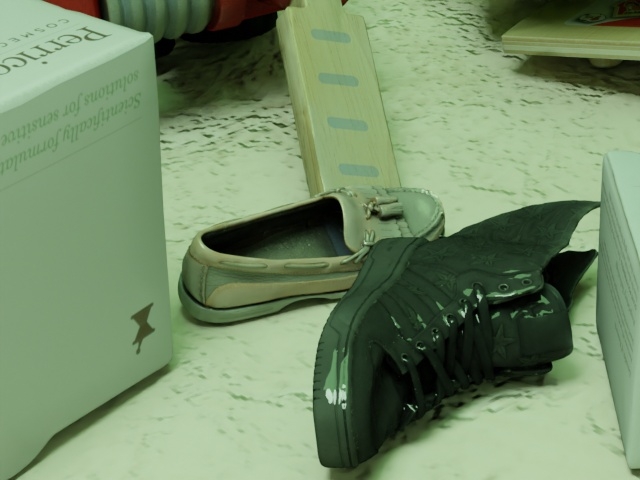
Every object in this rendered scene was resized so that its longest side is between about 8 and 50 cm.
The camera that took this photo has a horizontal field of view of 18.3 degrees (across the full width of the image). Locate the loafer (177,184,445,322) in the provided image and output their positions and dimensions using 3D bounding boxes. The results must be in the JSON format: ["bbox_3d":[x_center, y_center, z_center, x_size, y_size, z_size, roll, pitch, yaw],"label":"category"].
[{"bbox_3d":[0.000,0.000,0.839,0.125,0.039,0.045,-18,53,-22],"label":"loafer"}]

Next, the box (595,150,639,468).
[{"bbox_3d":[0.161,0.024,0.752,0.101,0.087,0.102,-2,30,0],"label":"box"}]

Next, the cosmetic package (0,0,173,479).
[{"bbox_3d":[-0.257,-0.029,0.798,0.365,0.155,0.197,19,34,32],"label":"cosmetic package"}]

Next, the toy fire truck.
[{"bbox_3d":[-0.073,-0.102,0.945,0.217,0.158,0.246,-16,23,-23],"label":"toy fire truck"}]

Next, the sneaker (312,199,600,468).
[{"bbox_3d":[0.057,0.033,0.776,0.089,0.051,0.170,2,27,15],"label":"sneaker"}]

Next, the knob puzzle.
[{"bbox_3d":[0.214,-0.120,1.036,0.213,0.030,0.213,-8,22,3],"label":"knob puzzle"}]
